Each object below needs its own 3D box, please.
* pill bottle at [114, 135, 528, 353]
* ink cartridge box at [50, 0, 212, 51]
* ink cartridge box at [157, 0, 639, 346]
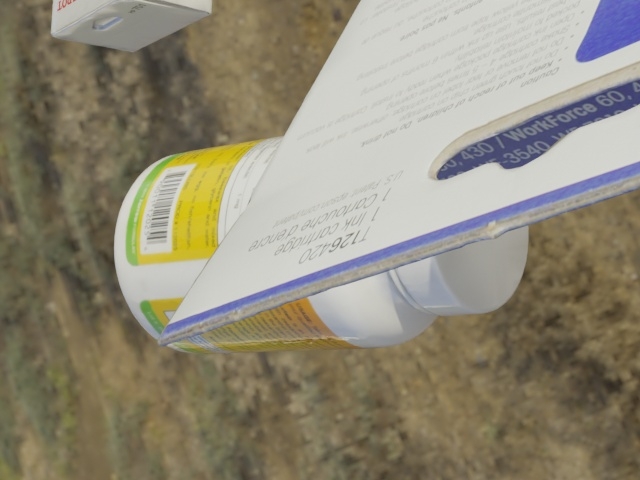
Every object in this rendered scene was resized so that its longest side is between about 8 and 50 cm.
[{"bbox_3d":[0.000,0.000,0.924,0.245,0.136,0.136,-5,102,41],"label":"pill bottle"},{"bbox_3d":[-0.146,-0.258,1.169,0.139,0.082,0.191,-11,75,56],"label":"ink cartridge box"},{"bbox_3d":[0.118,-0.094,0.478,0.072,0.307,0.303,43,141,-24],"label":"ink cartridge box"}]
